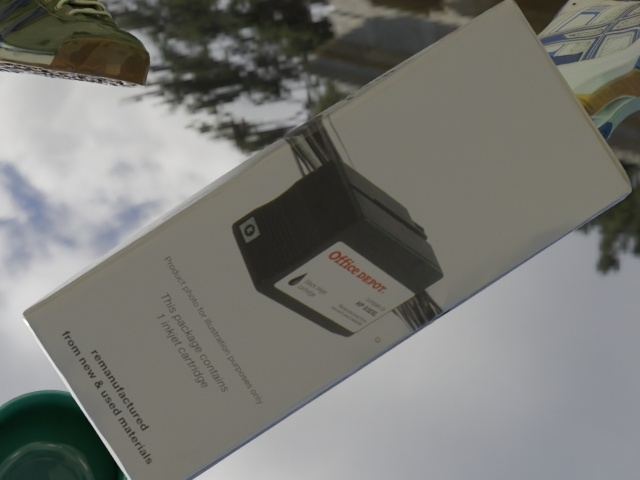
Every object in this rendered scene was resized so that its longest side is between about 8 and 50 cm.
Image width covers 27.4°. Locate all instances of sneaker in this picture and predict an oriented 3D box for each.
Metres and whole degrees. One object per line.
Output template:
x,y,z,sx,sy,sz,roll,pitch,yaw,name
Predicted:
0.263,-0.171,1.112,0.297,0.112,0.131,-22,-125,15,sneaker
-0.175,-0.146,0.814,0.192,0.086,0.064,13,-177,41,sneaker

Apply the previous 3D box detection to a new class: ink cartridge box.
0.000,0.000,0.785,0.307,0.129,0.223,-33,-176,-1,ink cartridge box

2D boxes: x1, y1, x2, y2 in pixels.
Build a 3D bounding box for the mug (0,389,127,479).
-0.232,0.211,1.087,0.130,0.097,0.157,21,-117,-5,mug
